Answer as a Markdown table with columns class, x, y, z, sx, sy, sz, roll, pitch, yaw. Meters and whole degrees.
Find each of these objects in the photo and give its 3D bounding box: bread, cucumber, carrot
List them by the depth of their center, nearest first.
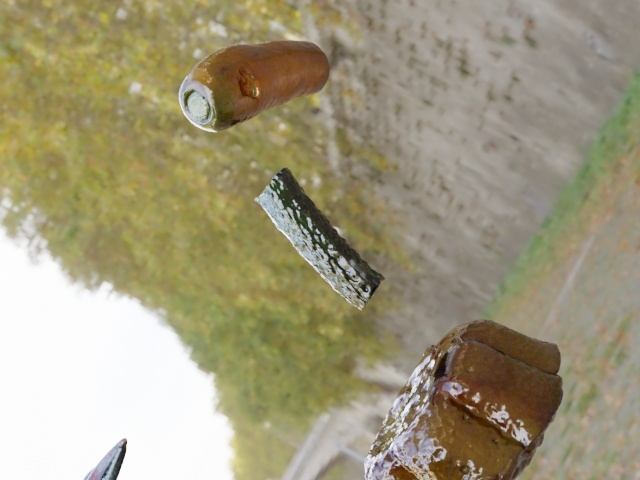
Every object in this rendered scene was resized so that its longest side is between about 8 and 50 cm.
| class | x | y | z | sx | sy | sz | roll | pitch | yaw |
| --- | --- | --- | --- | --- | --- | --- | --- | --- | --- |
| bread | 0.146 | 0.204 | 1.365 | 0.232 | 0.135 | 0.247 | -53 | 5 | 34 |
| carrot | -0.073 | -0.178 | 1.422 | 0.193 | 0.087 | 0.087 | -32 | -28 | -46 |
| cucumber | 0.000 | 0.000 | 1.528 | 0.058 | 0.187 | 0.058 | -41 | -2 | -2 |

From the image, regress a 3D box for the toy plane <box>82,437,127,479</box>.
| class | x | y | z | sx | sy | sz | roll | pitch | yaw |
| --- | --- | --- | --- | --- | --- | --- | --- | --- | --- |
| toy plane | -0.316 | 0.403 | 1.684 | 0.326 | 0.104 | 0.223 | -57 | -30 | 13 |
